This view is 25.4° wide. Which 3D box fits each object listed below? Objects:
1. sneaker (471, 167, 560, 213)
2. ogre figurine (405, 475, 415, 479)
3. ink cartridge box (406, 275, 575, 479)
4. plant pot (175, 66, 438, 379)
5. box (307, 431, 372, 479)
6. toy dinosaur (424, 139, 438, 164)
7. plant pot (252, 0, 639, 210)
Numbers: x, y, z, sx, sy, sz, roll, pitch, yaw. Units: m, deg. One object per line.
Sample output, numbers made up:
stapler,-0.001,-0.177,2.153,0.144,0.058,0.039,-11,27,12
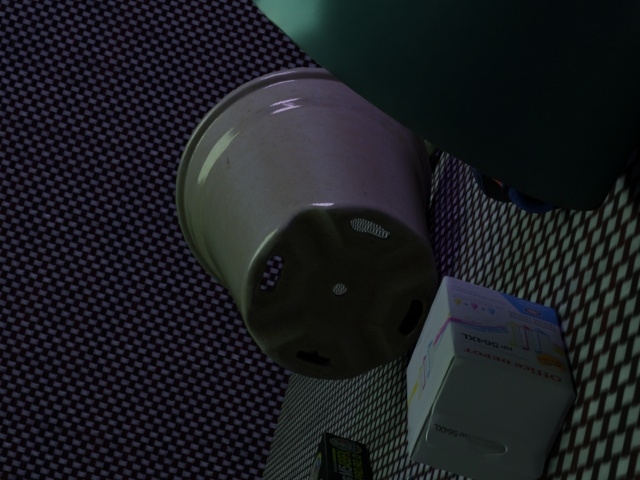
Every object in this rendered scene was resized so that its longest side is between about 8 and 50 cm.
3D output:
sneaker,0.166,-0.061,1.142,0.221,0.083,0.087,116,165,-77
ogre figurine,0.062,0.269,1.085,0.118,0.096,0.197,93,-159,-56
ink cartridge box,0.118,0.105,1.006,0.143,0.092,0.090,-86,15,-66
plant pot,0.000,0.000,1.693,0.305,0.333,0.334,-108,34,-64
box,-0.007,0.392,1.696,0.216,0.060,0.270,-97,24,-78
toy dinosaur,0.133,-0.128,1.958,0.268,0.064,0.118,116,163,-53
plant pot,0.128,-0.199,0.905,0.235,0.293,0.293,-56,10,18
